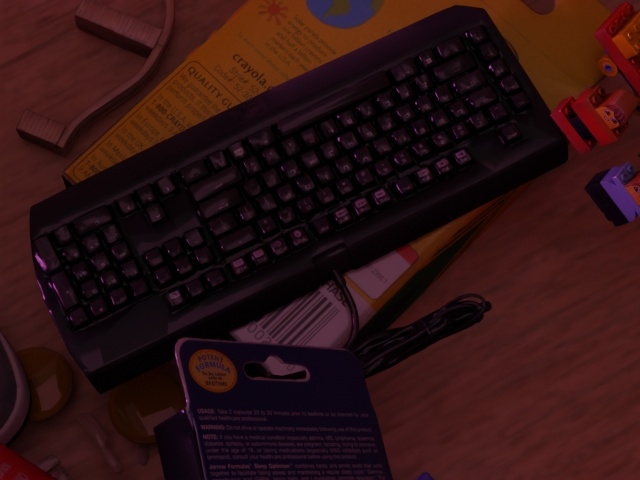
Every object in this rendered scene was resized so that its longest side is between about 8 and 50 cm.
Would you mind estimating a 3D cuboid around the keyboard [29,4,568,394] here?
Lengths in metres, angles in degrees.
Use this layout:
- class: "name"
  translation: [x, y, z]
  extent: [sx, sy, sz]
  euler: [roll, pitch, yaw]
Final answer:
- class: "keyboard"
  translation: [0.000, 0.000, 1.013]
  extent: [0.317, 0.033, 0.201]
  euler: [-27, 75, -7]

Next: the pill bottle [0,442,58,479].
- class: "pill bottle"
  translation: [-0.204, 0.220, 0.909]
  extent: [0.408, 0.229, 0.229]
  euler: [33, 75, -1]

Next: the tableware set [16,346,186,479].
- class: "tableware set"
  translation: [-0.150, 0.104, 1.070]
  extent: [0.154, 0.024, 0.104]
  euler: [-37, 72, -9]

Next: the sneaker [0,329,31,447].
- class: "sneaker"
  translation: [-0.295, 0.003, 1.014]
  extent: [0.295, 0.178, 0.124]
  euler: [40, 77, 15]

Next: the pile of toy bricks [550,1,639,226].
- class: "pile of toy bricks"
  translation: [0.243, -0.045, 1.019]
  extent: [0.212, 0.105, 0.118]
  euler: [50, 56, -12]

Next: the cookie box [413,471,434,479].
- class: "cookie box"
  translation: [0.063, 0.208, 1.024]
  extent: [0.092, 0.040, 0.107]
  euler: [-39, 76, -11]

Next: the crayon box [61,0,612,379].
- class: "crayon box"
  translation: [0.023, -0.070, 1.093]
  extent: [0.318, 0.081, 0.202]
  euler: [-43, 77, -12]

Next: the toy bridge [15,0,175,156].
- class: "toy bridge"
  translation: [-0.131, -0.139, 1.145]
  extent: [0.063, 0.026, 0.188]
  euler: [24, 74, 5]

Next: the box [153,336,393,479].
- class: "box"
  translation: [-0.010, 0.162, 0.900]
  extent: [0.136, 0.036, 0.225]
  euler: [7, 60, -42]
